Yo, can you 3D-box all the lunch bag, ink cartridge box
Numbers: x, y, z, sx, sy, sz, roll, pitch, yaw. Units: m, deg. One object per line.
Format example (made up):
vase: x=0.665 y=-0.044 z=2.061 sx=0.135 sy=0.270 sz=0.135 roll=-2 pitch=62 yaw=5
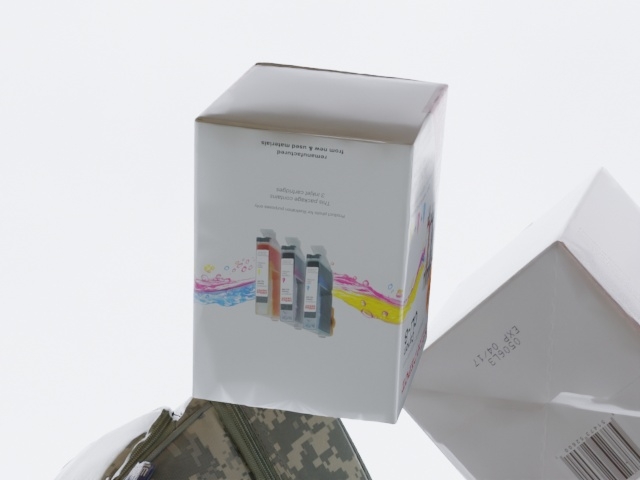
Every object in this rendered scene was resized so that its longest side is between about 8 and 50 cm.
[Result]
lunch bag: x=-0.125 y=0.253 z=1.389 sx=0.256 sy=0.305 sz=0.213 roll=-26 pitch=-95 yaw=-34
ink cartridge box: x=0.000 y=0.000 z=0.963 sx=0.127 sy=0.176 sz=0.128 roll=8 pitch=-157 yaw=10

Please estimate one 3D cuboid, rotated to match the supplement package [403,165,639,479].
supplement package: x=0.200 y=0.083 z=1.286 sx=0.175 sy=0.177 sz=0.293 roll=48 pitch=-159 yaw=0
